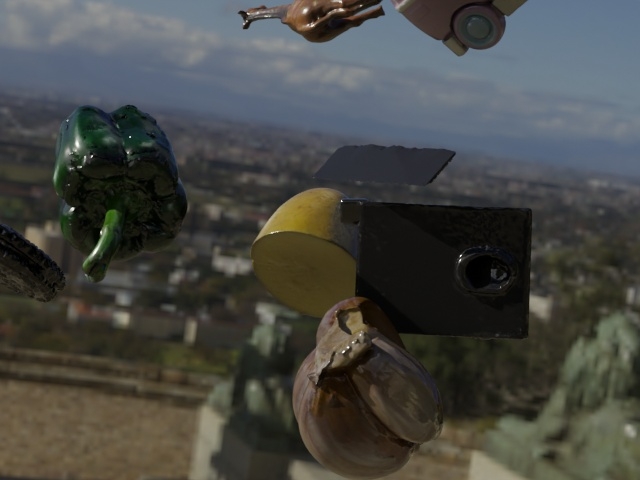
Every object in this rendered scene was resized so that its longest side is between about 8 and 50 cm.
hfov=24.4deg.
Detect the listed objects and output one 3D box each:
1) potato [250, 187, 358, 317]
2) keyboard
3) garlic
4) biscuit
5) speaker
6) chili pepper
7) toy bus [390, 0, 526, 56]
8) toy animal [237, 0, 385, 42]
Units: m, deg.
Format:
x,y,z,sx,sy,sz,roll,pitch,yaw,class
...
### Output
x,y,z,sx,sy,sz,roll,pitch,yaw,class
0.000,0.000,2.256,0.178,0.158,0.203,-23,-56,39,potato
0.079,-0.093,1.877,0.196,0.074,0.015,6,-43,44,keyboard
0.043,0.175,1.704,0.160,0.191,0.214,-36,20,0,garlic
-0.434,0.020,2.018,0.194,0.053,0.194,29,-17,9,biscuit
0.153,0.041,1.978,0.254,0.184,0.232,2,0,6,speaker
-0.245,-0.051,1.809,0.165,0.174,0.261,0,37,-16,chili pepper
0.160,-0.283,1.349,0.142,0.202,0.142,42,43,-12,toy bus
-0.020,-0.340,2.194,0.229,0.066,0.224,-16,22,10,toy animal
